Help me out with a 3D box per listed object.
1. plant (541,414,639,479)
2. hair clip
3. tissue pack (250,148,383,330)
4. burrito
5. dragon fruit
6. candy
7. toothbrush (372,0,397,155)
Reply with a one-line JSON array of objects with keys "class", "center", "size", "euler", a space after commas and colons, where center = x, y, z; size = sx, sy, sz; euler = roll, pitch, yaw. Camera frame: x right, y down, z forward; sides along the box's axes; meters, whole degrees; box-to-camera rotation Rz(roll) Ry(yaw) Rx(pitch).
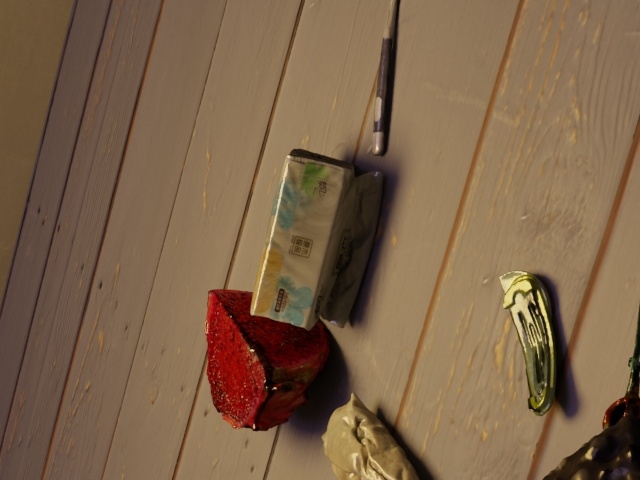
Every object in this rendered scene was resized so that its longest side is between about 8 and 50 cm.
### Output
[{"class": "plant", "center": [0.331, 0.266, 1.325], "size": [0.312, 0.213, 0.215], "euler": [-29, 49, 9]}, {"class": "hair clip", "center": [0.244, 0.112, 1.679], "size": [0.060, 0.033, 0.188], "euler": [-42, 44, 44]}, {"class": "tissue pack", "center": [0.000, 0.000, 2.056], "size": [0.159, 0.145, 0.229], "euler": [-55, -21, -83]}, {"class": "burrito", "center": [0.094, 0.343, 1.826], "size": [0.392, 0.076, 0.117], "euler": [55, 129, 50]}, {"class": "dragon fruit", "center": [-0.072, 0.175, 2.104], "size": [0.261, 0.189, 0.163], "euler": [50, 163, 59]}, {"class": "candy", "center": [0.328, 0.127, 1.532], "size": [0.055, 0.049, 0.184], "euler": [1, 72, 29]}, {"class": "toothbrush", "center": [0.091, -0.260, 2.061], "size": [0.024, 0.026, 0.288], "euler": [-3, 79, 57]}]
